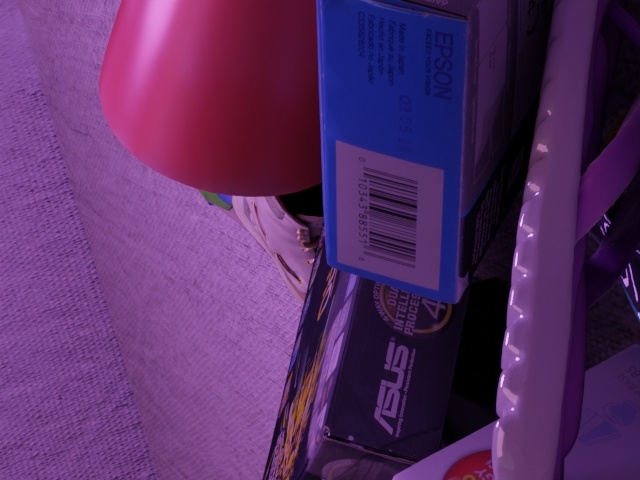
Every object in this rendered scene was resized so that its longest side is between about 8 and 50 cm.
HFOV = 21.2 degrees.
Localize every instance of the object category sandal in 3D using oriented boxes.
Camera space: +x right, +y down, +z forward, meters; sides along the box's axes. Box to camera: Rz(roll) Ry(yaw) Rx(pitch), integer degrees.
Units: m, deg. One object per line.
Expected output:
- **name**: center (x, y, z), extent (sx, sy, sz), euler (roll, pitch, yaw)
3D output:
- **sandal**: center (0.185, -0.024, 1.112), extent (0.169, 0.102, 0.416), euler (59, -140, -76)

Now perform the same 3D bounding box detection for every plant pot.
- **plant pot**: center (-0.063, -0.219, 1.583), extent (0.275, 0.275, 0.243), euler (58, 150, 35)

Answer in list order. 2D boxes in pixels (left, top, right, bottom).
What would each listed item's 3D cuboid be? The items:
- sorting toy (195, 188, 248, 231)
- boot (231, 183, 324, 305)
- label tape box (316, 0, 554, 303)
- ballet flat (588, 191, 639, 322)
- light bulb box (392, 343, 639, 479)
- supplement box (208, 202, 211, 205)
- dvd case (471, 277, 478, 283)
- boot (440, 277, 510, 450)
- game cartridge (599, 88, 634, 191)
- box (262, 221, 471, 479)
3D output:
- **sorting toy**: center (-0.067, -0.058, 1.874), extent (0.208, 0.038, 0.193), euler (35, 148, -1)
- **boot**: center (0.000, 0.000, 1.733), extent (0.213, 0.077, 0.165), euler (49, 163, 2)
- **label tape box**: center (0.112, -0.159, 1.186), extent (0.106, 0.333, 0.240), euler (16, 136, 18)
- **ballet flat**: center (0.226, -0.013, 1.225), extent (0.203, 0.074, 0.074), euler (-118, 18, -44)
- **light bulb box**: center (0.246, 0.331, 1.164), extent (0.358, 0.225, 0.361), euler (43, 151, 43)
- **supplement box**: center (-0.093, -0.156, 1.947), extent (0.220, 0.114, 0.111), euler (101, 147, -55)
- **dvd case**: center (0.107, 0.072, 1.732), extent (0.253, 0.022, 0.180), euler (45, 149, 54)
- **boot**: center (0.198, 0.301, 1.535), extent (0.367, 0.146, 0.445), euler (43, 144, 52)
- **game cartridge**: center (0.211, -0.069, 1.215), extent (0.017, 0.056, 0.083), euler (39, -174, -40)
- **box**: center (0.044, 0.068, 1.394), extent (0.318, 0.097, 0.394), euler (118, 168, -56)
